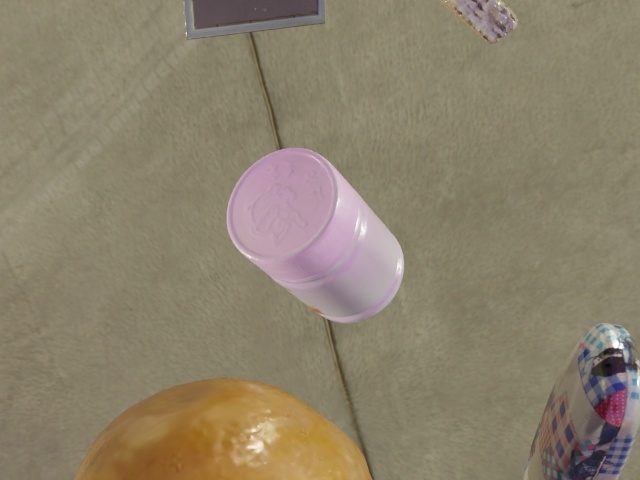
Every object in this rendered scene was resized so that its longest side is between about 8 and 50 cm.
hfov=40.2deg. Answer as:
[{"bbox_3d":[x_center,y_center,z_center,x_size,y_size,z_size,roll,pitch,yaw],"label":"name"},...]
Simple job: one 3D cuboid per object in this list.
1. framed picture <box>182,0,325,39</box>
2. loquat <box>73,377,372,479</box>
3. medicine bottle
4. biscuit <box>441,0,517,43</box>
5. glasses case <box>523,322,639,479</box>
[{"bbox_3d":[-0.114,-0.467,1.505,0.273,0.016,0.216,-13,117,-26],"label":"framed picture"},{"bbox_3d":[-0.099,0.293,0.836,0.328,0.328,0.328,0,79,1],"label":"loquat"},{"bbox_3d":[0.000,0.000,1.466,0.202,0.316,0.202,-10,63,21],"label":"medicine bottle"},{"bbox_3d":[0.221,-0.352,1.291,0.108,0.239,0.062,40,107,-13],"label":"biscuit"},{"bbox_3d":[0.279,0.227,0.953,0.076,0.327,0.125,8,42,3],"label":"glasses case"}]
